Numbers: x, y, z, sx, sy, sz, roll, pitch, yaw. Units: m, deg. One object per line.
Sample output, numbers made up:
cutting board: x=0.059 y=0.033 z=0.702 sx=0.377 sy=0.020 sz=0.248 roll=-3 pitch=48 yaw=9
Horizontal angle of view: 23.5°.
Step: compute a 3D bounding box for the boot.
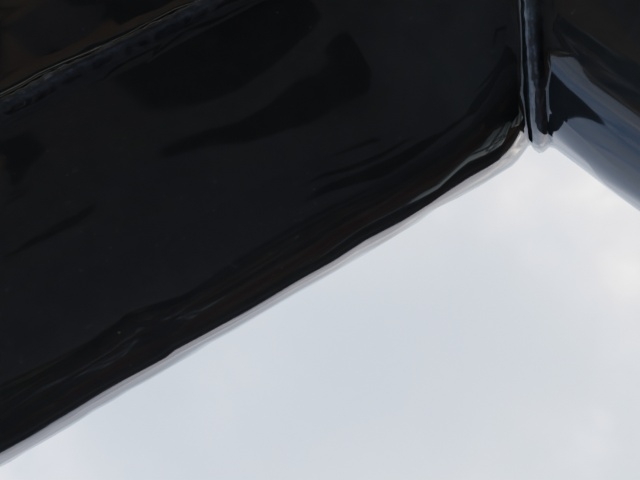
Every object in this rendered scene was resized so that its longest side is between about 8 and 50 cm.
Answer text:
boot: x=-0.001 y=-0.002 z=0.578 sx=0.445 sy=0.146 sz=0.367 roll=-24 pitch=-119 yaw=-1
